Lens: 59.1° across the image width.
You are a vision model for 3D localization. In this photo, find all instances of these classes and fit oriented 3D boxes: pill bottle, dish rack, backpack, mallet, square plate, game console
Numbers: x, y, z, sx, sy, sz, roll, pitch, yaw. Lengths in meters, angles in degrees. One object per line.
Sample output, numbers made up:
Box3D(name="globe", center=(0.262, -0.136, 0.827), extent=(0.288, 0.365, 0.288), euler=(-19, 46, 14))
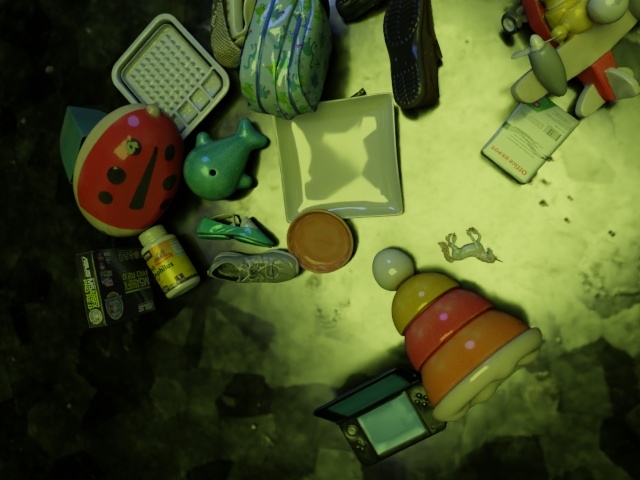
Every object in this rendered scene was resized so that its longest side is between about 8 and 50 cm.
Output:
Box3D(name="pill bottle", center=(-0.472, 0.063, 1.748), extent=(0.117, 0.117, 0.214), euler=(-33, 85, 13))
Box3D(name="dish rack", center=(-0.451, -0.490, 1.736), extent=(0.285, 0.072, 0.333), euler=(-44, 83, 13))
Box3D(name="backpack", center=(-0.089, -0.502, 1.503), extent=(0.274, 0.290, 0.355), euler=(29, 83, 13))
Box3D(name="mallet", center=(0.055, -0.372, 1.644), extent=(0.190, 0.039, 0.062), euler=(-28, 88, 9))
Box3D(name="square plate", center=(0.051, -0.230, 1.620), extent=(0.348, 0.049, 0.343), euler=(-4, 102, 13))
Box3D(name="game console", center=(0.172, 0.503, 1.593), extent=(0.293, 0.173, 0.250), euler=(-31, 86, 13))

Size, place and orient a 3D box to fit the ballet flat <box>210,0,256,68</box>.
Box3D(name="ballet flat", center=(-0.235, -0.745, 1.615), extent=(0.182, 0.164, 0.481), euler=(3, 97, 51))

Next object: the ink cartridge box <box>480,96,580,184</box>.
Box3D(name="ink cartridge box", center=(0.551, -0.271, 1.504), extent=(0.153, 0.087, 0.208), euler=(41, 100, 8))

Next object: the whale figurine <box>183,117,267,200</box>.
Box3D(name="whale figurine", center=(-0.280, -0.238, 1.666), extent=(0.272, 0.141, 0.216), euler=(-43, 103, 0))

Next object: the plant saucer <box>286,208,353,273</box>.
Box3D(name="plant saucer", center=(0.000, 0.000, 1.652), extent=(0.200, 0.037, 0.199), euler=(4, 111, 12))

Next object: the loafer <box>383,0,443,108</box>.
Box3D(name="loafer", center=(0.261, -0.529, 1.556), extent=(0.134, 0.130, 0.365), euler=(-5, 82, 47))

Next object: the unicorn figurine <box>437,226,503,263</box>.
Box3D(name="unicorn figurine", center=(0.419, 0.022, 1.572), extent=(0.162, 0.060, 0.111), euler=(-17, 90, 30))

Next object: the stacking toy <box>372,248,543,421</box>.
Box3D(name="stacking toy", center=(0.313, 0.205, 1.525), extent=(0.350, 0.351, 0.479), euler=(-45, 64, 12))

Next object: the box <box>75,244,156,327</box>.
Box3D(name="box", center=(-0.610, 0.131, 1.706), extent=(0.060, 0.270, 0.216), euler=(-11, 90, 15))

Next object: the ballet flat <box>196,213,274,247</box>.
Box3D(name="ballet flat", center=(-0.257, -0.036, 1.714), extent=(0.248, 0.083, 0.087), euler=(8, 81, 11))

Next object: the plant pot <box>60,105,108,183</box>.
Box3D(name="plant pot", center=(-0.698, -0.303, 1.729), extent=(0.234, 0.166, 0.165), euler=(51, 125, 34))

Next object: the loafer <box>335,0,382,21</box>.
Box3D(name="loafer", center=(0.149, -0.693, 1.581), extent=(0.223, 0.078, 0.076), euler=(-24, 57, 18))

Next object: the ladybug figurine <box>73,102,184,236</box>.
Box3D(name="ladybug figurine", center=(-0.543, -0.184, 1.640), extent=(0.162, 0.305, 0.449), euler=(53, 129, 40))

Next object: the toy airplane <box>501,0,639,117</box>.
Box3D(name="toy airplane", center=(0.651, -0.499, 1.371), extent=(0.385, 0.272, 0.385), euler=(7, 81, -7))

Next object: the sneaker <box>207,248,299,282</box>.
Box3D(name="sneaker", center=(-0.200, 0.095, 1.677), extent=(0.282, 0.115, 0.105), euler=(-3, 109, 17))
